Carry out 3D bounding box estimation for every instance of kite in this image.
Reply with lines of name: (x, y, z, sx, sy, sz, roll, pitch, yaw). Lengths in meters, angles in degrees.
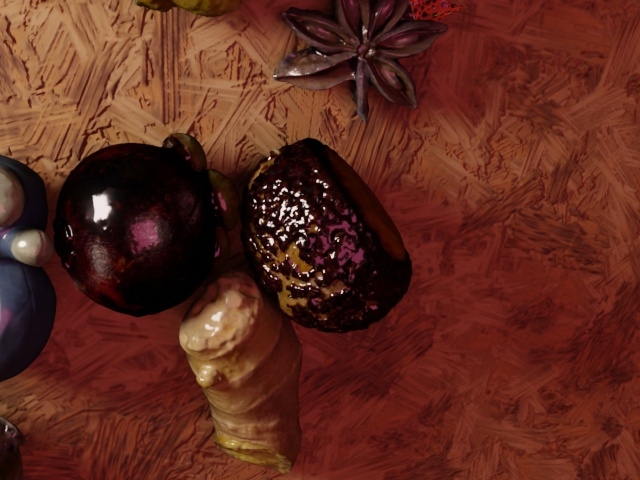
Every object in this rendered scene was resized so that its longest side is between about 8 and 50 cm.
kite: (0.071, -0.283, 0.979, 0.222, 0.008, 0.125, 18, 103, -23)

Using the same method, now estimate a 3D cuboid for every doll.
doll: (-0.379, 0.029, 0.840, 0.228, 0.154, 0.258, 13, 99, 21)

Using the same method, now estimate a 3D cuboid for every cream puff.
cream puff: (0.000, 0.000, 0.921, 0.165, 0.239, 0.239, -35, 116, 12)

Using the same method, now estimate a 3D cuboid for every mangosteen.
mangosteen: (-0.196, -0.015, 0.870, 0.210, 0.210, 0.210, -6, 109, -18)

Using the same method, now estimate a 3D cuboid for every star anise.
star anise: (0.054, -0.252, 0.940, 0.212, 0.073, 0.197, 22, 108, -24)

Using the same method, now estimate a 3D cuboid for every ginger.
ginger: (-0.089, 0.180, 0.987, 0.126, 0.190, 0.354, 10, 125, 19)

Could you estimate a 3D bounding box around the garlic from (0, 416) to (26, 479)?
garlic: (-0.487, 0.300, 0.843, 0.322, 0.241, 0.322, -1, 93, -23)

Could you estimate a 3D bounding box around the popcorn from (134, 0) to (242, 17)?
popcorn: (-0.131, -0.341, 0.752, 0.225, 0.276, 0.276, -34, 116, 11)
